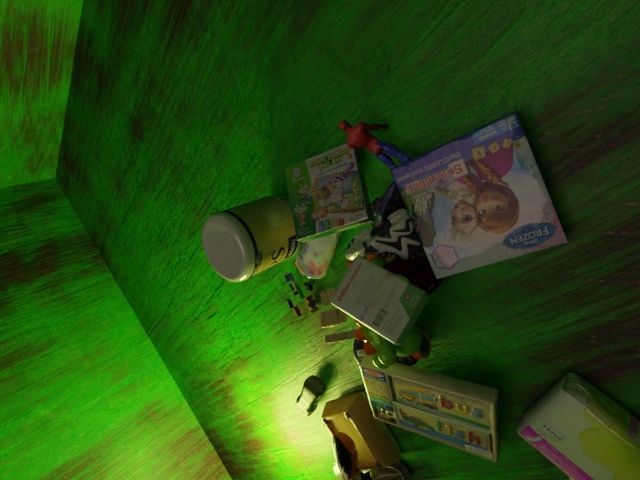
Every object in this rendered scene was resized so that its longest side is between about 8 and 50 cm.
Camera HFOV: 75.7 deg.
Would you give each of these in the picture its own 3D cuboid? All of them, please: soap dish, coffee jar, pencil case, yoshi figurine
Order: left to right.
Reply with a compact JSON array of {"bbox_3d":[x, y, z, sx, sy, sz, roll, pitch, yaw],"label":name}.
[{"bbox_3d":[-0.045,0.670,1.769,0.096,0.079,0.184,36,128,21],"label":"coffee jar"},{"bbox_3d":[0.000,0.000,1.407,0.124,0.113,0.273,27,125,11],"label":"pencil case"},{"bbox_3d":[0.148,0.751,1.606,0.229,0.118,0.291,-38,83,44],"label":"soap dish"},{"bbox_3d":[0.202,0.199,1.239,0.202,0.203,0.362,-12,60,11],"label":"yoshi figurine"}]

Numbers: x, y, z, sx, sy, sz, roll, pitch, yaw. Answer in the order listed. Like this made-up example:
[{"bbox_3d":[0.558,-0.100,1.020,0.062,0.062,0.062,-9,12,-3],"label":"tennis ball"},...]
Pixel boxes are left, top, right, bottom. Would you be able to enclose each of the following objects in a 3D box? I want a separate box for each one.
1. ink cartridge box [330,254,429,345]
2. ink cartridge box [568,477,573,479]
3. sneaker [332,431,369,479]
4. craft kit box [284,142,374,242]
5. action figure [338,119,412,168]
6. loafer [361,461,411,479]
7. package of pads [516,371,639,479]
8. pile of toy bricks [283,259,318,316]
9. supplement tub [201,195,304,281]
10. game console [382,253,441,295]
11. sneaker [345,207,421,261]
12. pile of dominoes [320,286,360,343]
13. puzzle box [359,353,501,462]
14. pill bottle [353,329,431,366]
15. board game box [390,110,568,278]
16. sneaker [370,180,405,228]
[{"bbox_3d":[0.156,0.158,1.101,0.212,0.093,0.154,29,85,28],"label":"ink cartridge box"},{"bbox_3d":[0.738,0.682,1.094,0.122,0.052,0.089,40,131,23],"label":"ink cartridge box"},{"bbox_3d":[0.083,0.843,1.558,0.121,0.099,0.263,-12,100,48],"label":"sneaker"},{"bbox_3d":[0.022,-0.144,1.263,0.249,0.061,0.247,-17,73,26],"label":"craft kit box"},{"bbox_3d":[0.180,-0.265,1.160,0.280,0.139,0.091,32,127,-1],"label":"action figure"},{"bbox_3d":[0.248,0.926,1.615,0.251,0.087,0.094,-36,83,45],"label":"loafer"},{"bbox_3d":[0.686,0.502,1.026,0.296,0.101,0.229,37,130,23],"label":"package of pads"},{"bbox_3d":[-0.092,0.183,1.594,0.212,0.118,0.105,69,168,-18],"label":"pile of toy bricks"},{"bbox_3d":[-0.212,-0.020,1.435,0.241,0.331,0.241,19,120,36],"label":"supplement tub"},{"bbox_3d":[0.268,0.101,1.192,0.085,0.144,0.124,-19,96,45],"label":"game console"},{"bbox_3d":[0.197,0.022,1.181,0.235,0.094,0.153,-36,116,25],"label":"sneaker"},{"bbox_3d":[0.095,0.255,1.463,0.251,0.040,0.196,-24,62,44],"label":"pile of dominoes"},{"bbox_3d":[0.330,0.506,1.260,0.408,0.052,0.272,5,125,34],"label":"puzzle box"},{"bbox_3d":[0.234,0.347,1.342,0.245,0.130,0.131,-21,94,44],"label":"pill bottle"},{"bbox_3d":[0.378,-0.097,1.011,0.318,0.066,0.318,-22,94,32],"label":"board game box"},{"bbox_3d":[0.185,-0.100,1.200,0.087,0.083,0.221,61,152,26],"label":"sneaker"}]
